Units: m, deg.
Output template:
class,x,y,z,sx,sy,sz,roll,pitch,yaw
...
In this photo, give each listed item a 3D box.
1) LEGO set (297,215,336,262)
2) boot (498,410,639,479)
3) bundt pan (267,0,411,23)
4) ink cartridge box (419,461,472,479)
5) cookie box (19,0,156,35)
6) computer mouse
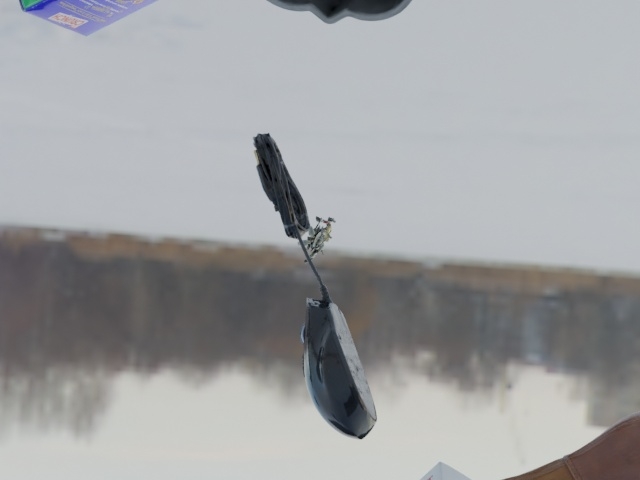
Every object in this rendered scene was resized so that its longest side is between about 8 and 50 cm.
class,x,y,z,sx,sy,sz,roll,pitch,yaw
LEGO set,0.001,-0.002,2.206,0.023,0.054,0.083,24,-142,17
boot,0.167,0.246,1.293,0.280,0.264,0.096,-20,-146,-1
bundt pan,0.023,-0.391,1.988,0.331,0.330,0.124,4,-149,24
ink cartridge box,0.088,0.261,1.606,0.056,0.099,0.135,34,-153,-20
cookie box,-0.142,-0.184,1.345,0.107,0.040,0.092,-24,167,17
computer mouse,-0.014,0.036,1.481,0.041,0.242,0.071,-20,170,9
